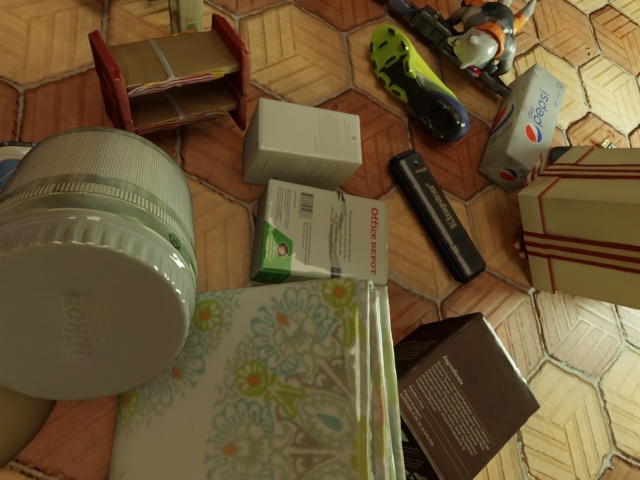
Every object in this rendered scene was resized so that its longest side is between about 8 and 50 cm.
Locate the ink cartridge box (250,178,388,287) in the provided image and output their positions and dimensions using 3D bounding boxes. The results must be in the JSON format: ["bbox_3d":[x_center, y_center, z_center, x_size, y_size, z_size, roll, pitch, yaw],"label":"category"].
[{"bbox_3d":[0.000,0.000,0.747,0.208,0.087,0.153,10,69,-17],"label":"ink cartridge box"}]

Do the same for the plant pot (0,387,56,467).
[{"bbox_3d":[-0.444,0.137,0.474,0.284,0.191,0.284,6,71,-18],"label":"plant pot"}]

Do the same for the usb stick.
[{"bbox_3d":[0.225,-0.048,0.874,0.077,0.045,0.278,-27,84,-25],"label":"usb stick"}]

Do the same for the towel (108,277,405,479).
[{"bbox_3d":[-0.086,0.218,0.553,0.374,0.090,0.321,-7,68,15],"label":"towel"}]

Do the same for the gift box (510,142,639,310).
[{"bbox_3d":[0.537,-0.057,0.862,0.255,0.258,0.276,-30,114,-30],"label":"gift box"}]

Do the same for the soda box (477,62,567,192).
[{"bbox_3d":[0.448,-0.251,1.001,0.098,0.091,0.286,32,65,-11],"label":"soda box"}]

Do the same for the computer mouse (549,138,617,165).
[{"bbox_3d":[0.672,-0.187,1.084,0.262,0.060,0.184,27,66,-12],"label":"computer mouse"}]

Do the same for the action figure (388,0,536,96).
[{"bbox_3d":[0.338,-0.504,1.000,0.341,0.178,0.330,30,56,-11],"label":"action figure"}]

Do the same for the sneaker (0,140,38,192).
[{"bbox_3d":[-0.349,-0.088,0.654,0.211,0.080,0.081,1,79,-11],"label":"sneaker"}]

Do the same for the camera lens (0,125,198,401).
[{"bbox_3d":[-0.257,0.009,0.523,0.219,0.219,0.274,3,32,-20],"label":"camera lens"}]

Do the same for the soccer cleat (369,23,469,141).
[{"bbox_3d":[0.204,-0.324,0.949,0.289,0.093,0.121,55,33,7],"label":"soccer cleat"}]

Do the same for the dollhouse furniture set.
[{"bbox_3d":[-0.282,-0.334,0.738,0.201,0.152,0.374,-21,64,-25],"label":"dollhouse furniture set"}]

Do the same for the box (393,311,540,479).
[{"bbox_3d":[0.175,0.240,0.691,0.203,0.168,0.167,-29,85,-26],"label":"box"}]

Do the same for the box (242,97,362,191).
[{"bbox_3d":[-0.035,-0.152,0.760,0.170,0.130,0.091,5,72,-20],"label":"box"}]
